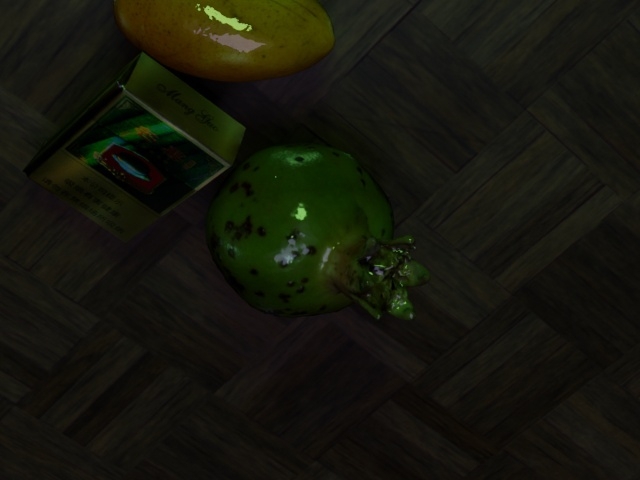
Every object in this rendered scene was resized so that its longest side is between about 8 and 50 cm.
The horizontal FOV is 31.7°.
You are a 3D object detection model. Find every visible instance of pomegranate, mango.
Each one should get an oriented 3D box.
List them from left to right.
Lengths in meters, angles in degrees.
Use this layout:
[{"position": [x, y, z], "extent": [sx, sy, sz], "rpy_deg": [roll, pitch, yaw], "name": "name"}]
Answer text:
[{"position": [-0.106, -0.247, 1.249], "extent": [0.252, 0.154, 0.126], "rpy_deg": [15, 128, 3], "name": "mango"}, {"position": [-0.016, -0.004, 1.323], "extent": [0.231, 0.286, 0.231], "rpy_deg": [-3, 103, -15], "name": "pomegranate"}]

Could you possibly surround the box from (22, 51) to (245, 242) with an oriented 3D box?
[{"position": [-0.221, -0.103, 1.320], "extent": [0.159, 0.071, 0.240], "rpy_deg": [37, 138, -21], "name": "box"}]
